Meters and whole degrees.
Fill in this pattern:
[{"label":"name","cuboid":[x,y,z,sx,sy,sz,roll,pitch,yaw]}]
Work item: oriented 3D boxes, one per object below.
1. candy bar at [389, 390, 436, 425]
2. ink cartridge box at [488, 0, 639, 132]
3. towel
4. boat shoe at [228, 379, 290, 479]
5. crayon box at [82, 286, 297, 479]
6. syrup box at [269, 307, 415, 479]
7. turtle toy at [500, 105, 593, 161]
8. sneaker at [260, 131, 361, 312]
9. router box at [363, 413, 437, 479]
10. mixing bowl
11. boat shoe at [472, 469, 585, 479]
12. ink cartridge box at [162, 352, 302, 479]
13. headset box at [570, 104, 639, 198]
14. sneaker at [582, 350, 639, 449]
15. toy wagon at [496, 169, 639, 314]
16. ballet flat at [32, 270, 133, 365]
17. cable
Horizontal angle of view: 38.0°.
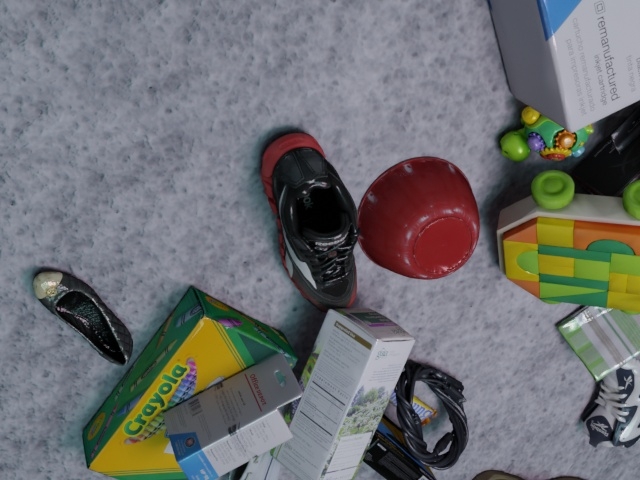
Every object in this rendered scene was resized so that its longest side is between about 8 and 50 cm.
[{"label":"candy bar","cuboid":[0.124,0.246,1.463,0.040,0.018,0.161,-46,122,7]},{"label":"ink cartridge box","cuboid":[0.414,-0.358,1.154,0.394,0.166,0.286,-26,122,-5]},{"label":"towel","cuboid":[0.471,0.139,1.488,0.152,0.113,0.023,-34,165,-1]},{"label":"boat shoe","cuboid":[-0.092,0.290,1.365,0.075,0.083,0.226,-3,118,-20]},{"label":"crayon box","cuboid":[-0.184,0.219,1.294,0.165,0.081,0.278,31,103,-31]},{"label":"syrup box","cuboid":[0.029,0.216,1.287,0.093,0.096,0.237,4,111,-52]},{"label":"turtle toy","cuboid":[0.309,-0.142,1.275,0.095,0.130,0.066,18,75,-55]},{"label":"sneaker","cuboid":[0.000,0.000,1.214,0.097,0.135,0.276,-22,124,-10]},{"label":"router box","cuboid":[0.101,0.315,1.422,0.046,0.133,0.179,-42,123,6]},{"label":"mixing bowl","cuboid":[0.150,-0.015,1.284,0.181,0.098,0.182,-9,119,-16]},{"label":"boat shoe","cuboid":[0.402,0.488,1.644,0.307,0.104,0.111,10,113,-25]},{"label":"ink cartridge box","cuboid":[-0.106,0.234,1.219,0.180,0.104,0.060,-27,123,-5]},{"label":"headset box","cuboid":[0.530,-0.090,1.376,0.218,0.110,0.293,-46,123,7]},{"label":"sneaker","cuboid":[0.495,0.276,1.570,0.153,0.094,0.235,-48,133,-1]},{"label":"toy wagon","cuboid":[0.423,0.018,1.298,0.344,0.068,0.267,7,148,19]},{"label":"ballet flat","cuboid":[-0.302,0.098,1.204,0.057,0.049,0.173,-41,123,3]},{"label":"cable","cuboid":[0.163,0.268,1.426,0.184,0.047,0.151,32,61,-42]}]
